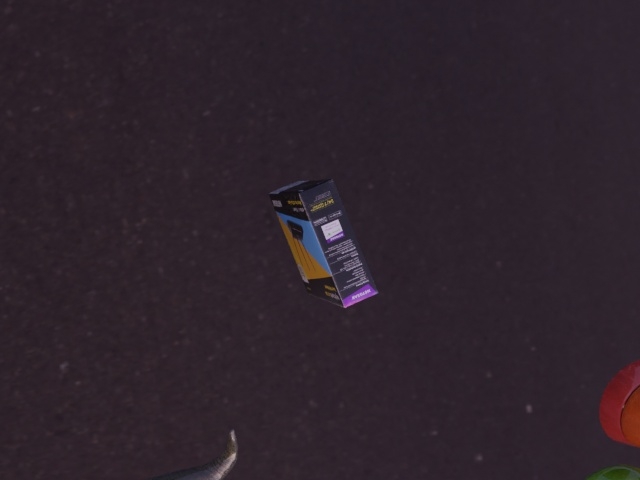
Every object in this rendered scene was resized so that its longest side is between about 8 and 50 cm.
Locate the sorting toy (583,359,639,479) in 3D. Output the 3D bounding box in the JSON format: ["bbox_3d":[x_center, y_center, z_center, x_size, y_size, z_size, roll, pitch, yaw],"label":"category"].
[{"bbox_3d":[0.372,0.323,1.369,0.127,0.126,0.365,6,109,-22],"label":"sorting toy"}]

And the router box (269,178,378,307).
[{"bbox_3d":[0.000,0.000,1.317,0.046,0.179,0.133,-23,96,-11],"label":"router box"}]

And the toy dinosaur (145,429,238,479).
[{"bbox_3d":[-0.169,0.317,1.140,0.160,0.313,0.121,24,23,4],"label":"toy dinosaur"}]
